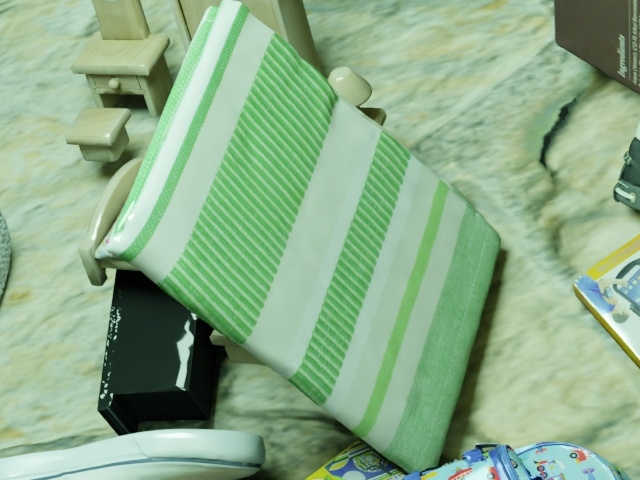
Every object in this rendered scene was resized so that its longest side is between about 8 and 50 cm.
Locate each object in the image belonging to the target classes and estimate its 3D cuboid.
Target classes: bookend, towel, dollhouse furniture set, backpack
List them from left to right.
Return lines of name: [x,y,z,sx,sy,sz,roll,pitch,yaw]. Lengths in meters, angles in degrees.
dollhouse furniture set: [-0.132,-0.088,1.560,0.303,0.174,0.355,3,41,23]
bookend: [-0.091,0.079,1.576,0.157,0.072,0.156,-5,59,14]
towel: [0.000,0.000,1.452,0.038,0.325,0.248,-19,42,45]
backpack: [0.156,0.219,1.386,0.173,0.117,0.158,-18,57,3]

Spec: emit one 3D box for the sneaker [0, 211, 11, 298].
sneaker: [-0.429,0.103,1.638,0.210,0.137,0.366,11,59,24]

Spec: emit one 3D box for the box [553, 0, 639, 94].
box: [0.385,-0.166,1.516,0.191,0.143,0.381,-39,54,-22]

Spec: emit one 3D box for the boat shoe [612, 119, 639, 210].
boat shoe: [0.339,-0.013,1.504,0.233,0.084,0.079,31,108,24]

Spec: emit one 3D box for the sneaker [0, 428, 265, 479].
sneaker: [-0.163,0.208,1.523,0.258,0.094,0.091,-12,75,16]

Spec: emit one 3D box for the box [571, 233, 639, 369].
box: [0.269,0.060,1.499,0.081,0.028,0.136,-35,54,-5]

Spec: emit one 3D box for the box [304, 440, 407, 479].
box: [-0.011,0.225,1.437,0.169,0.054,0.059,-34,52,-31]
